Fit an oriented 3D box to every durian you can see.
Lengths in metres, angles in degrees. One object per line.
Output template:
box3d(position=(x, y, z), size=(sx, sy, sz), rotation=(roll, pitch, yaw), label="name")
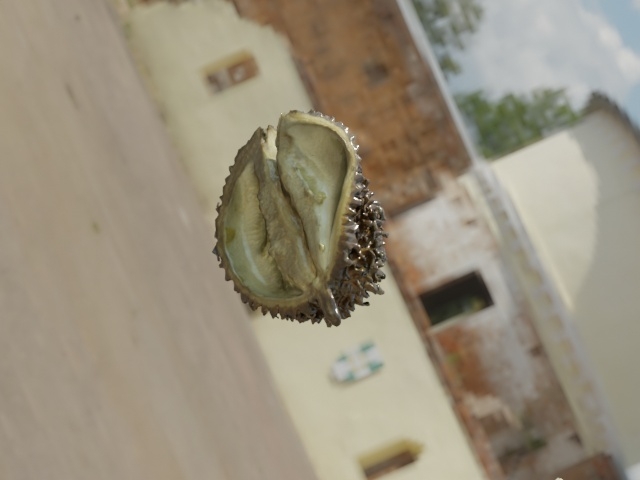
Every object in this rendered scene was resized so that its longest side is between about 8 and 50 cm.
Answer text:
box3d(position=(0.003, -0.001, 0.945), size=(0.071, 0.110, 0.140), rotation=(16, 38, -40), label="durian")

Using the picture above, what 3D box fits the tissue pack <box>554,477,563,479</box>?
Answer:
box3d(position=(0.267, 0.365, 1.814), size=(0.196, 0.148, 0.092), rotation=(41, -18, 45), label="tissue pack")
